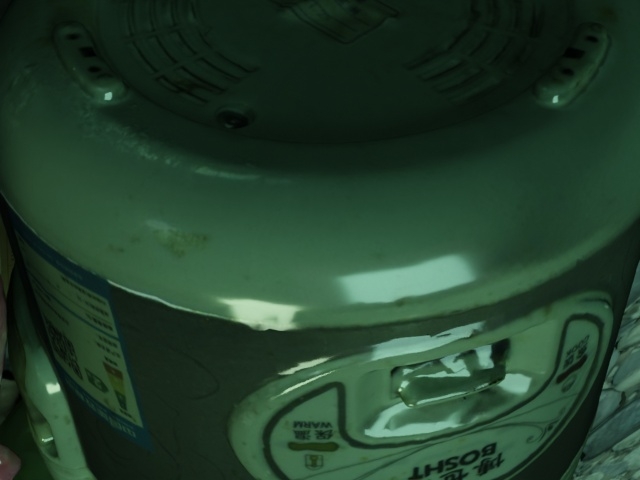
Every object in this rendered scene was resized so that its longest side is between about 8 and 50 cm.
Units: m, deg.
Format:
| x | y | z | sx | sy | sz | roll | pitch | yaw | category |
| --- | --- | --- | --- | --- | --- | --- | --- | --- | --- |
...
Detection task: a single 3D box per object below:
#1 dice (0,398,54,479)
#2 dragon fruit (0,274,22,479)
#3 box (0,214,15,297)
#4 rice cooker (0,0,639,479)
| x | y | z | sx | sy | sz | roll | pitch | yaw | category |
| --- | --- | --- | --- | --- | --- | --- | --- | --- | --- |
| -0.060 | 0.211 | 0.650 | 0.254 | 0.252 | 0.250 | -12 | 134 | -20 | dice |
| -0.287 | 0.059 | 0.290 | 0.371 | 0.249 | 0.386 | -25 | 113 | 8 | dragon fruit |
| -0.158 | -0.010 | 0.522 | 0.024 | 0.053 | 0.083 | -9 | 135 | -27 | box |
| 0.001 | 0.003 | 0.470 | 0.288 | 0.288 | 0.277 | -17 | 137 | -18 | rice cooker |
